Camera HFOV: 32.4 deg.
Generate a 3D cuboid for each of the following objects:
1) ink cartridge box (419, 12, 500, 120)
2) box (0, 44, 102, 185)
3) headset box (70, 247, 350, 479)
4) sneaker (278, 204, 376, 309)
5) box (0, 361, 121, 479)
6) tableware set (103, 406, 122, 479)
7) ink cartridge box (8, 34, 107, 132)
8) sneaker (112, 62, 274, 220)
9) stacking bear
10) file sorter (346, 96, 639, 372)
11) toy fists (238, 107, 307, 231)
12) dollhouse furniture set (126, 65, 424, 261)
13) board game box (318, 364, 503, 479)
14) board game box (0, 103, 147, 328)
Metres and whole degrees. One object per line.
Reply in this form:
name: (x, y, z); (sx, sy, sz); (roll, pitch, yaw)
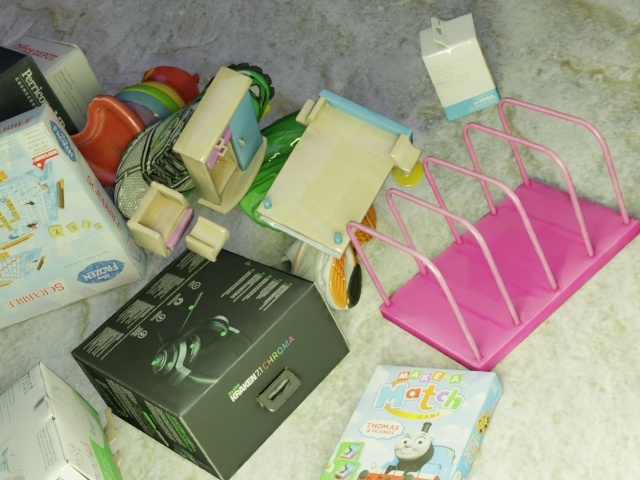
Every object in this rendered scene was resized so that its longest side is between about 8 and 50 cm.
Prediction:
ink cartridge box: (0.217, -0.283, 1.746); (0.090, 0.143, 0.092); (-18, 36, 14)
box: (-0.642, -0.121, 1.992); (0.395, 0.293, 0.212); (-43, 37, -21)
headset box: (-0.138, 0.148, 1.439); (0.283, 0.131, 0.246); (17, 53, 46)
sneaker: (0.000, 0.000, 1.575); (0.121, 0.099, 0.262); (-14, 35, 26)
box: (-0.372, 0.308, 1.338); (0.231, 0.127, 0.262); (-41, 29, -3)
tableware set: (-0.298, 0.310, 1.422); (0.128, 0.039, 0.194); (-38, 29, 4)
ink cartridge box: (-0.662, -0.237, 2.267); (0.395, 0.166, 0.285); (-42, 36, -20)
sneaker: (-0.226, -0.154, 1.810); (0.343, 0.134, 0.146); (-43, 12, 20)
stacking bear: (-0.316, -0.229, 2.035); (0.175, 0.164, 0.289); (-46, 8, 37)
file sorter: (0.210, -0.021, 1.376); (0.290, 0.182, 0.202); (-39, 36, -17)
toy fists: (-0.063, -0.108, 1.748); (0.142, 0.096, 0.279); (-23, 30, 10)
dollhouse furniture set: (-0.045, -0.044, 1.508); (0.303, 0.198, 0.286); (25, 74, 14)
board game box: (0.097, 0.234, 1.248); (0.160, 0.039, 0.211); (-1, 42, 34)
board game box: (-0.488, -0.022, 1.736); (0.318, 0.318, 0.066); (-19, 35, 12)
